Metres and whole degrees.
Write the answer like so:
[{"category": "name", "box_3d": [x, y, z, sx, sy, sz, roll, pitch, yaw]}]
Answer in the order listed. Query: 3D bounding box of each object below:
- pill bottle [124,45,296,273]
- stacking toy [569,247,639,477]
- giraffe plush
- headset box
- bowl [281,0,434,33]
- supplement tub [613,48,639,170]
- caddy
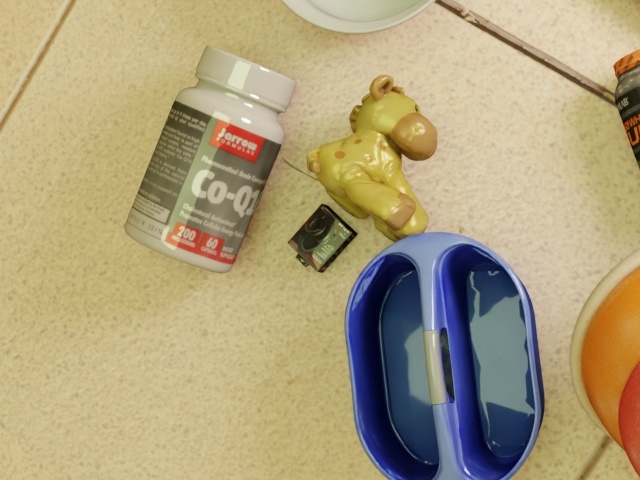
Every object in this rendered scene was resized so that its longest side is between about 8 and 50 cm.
[{"category": "pill bottle", "box_3d": [-0.147, -0.112, 1.838, 0.161, 0.161, 0.283, 23, 94, 17]}, {"category": "stacking toy", "box_3d": [0.470, 0.233, 1.429, 0.351, 0.480, 0.350, 1, 121, 1]}, {"category": "giraffe plush", "box_3d": [0.083, -0.118, 1.772, 0.210, 0.181, 0.170, 35, 85, -1]}, {"category": "headset box", "box_3d": [0.000, 0.000, 1.854, 0.062, 0.032, 0.083, 45, 98, 14]}, {"category": "bowl", "box_3d": [0.073, -0.414, 1.803, 0.298, 0.134, 0.297, -1, 87, 17]}, {"category": "supplement tub", "box_3d": [0.443, -0.149, 1.683, 0.117, 0.117, 0.190, -21, 81, 15]}, {"category": "caddy", "box_3d": [0.161, 0.161, 1.720, 0.241, 0.179, 0.341, -8, 84, 16]}]
